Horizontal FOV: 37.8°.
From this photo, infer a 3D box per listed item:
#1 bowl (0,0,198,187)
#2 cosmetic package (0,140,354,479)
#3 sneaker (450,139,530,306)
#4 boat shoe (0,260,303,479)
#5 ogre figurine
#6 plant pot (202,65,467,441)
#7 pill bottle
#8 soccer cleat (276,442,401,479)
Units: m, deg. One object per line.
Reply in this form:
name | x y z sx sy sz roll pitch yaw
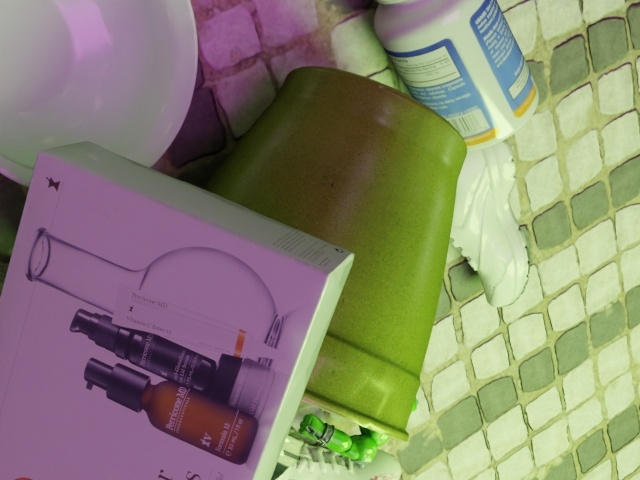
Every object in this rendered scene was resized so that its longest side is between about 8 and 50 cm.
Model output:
bowl | -0.278 -0.196 0.942 0.298 0.134 0.297 -10 104 -45
cosmetic package | -0.168 0.134 0.881 0.097 0.284 0.377 -33 144 -70
sneaker | 0.223 -0.028 1.366 0.129 0.111 0.297 -20 115 -5
boat shoe | -0.235 0.187 1.106 0.500 0.187 0.156 38 91 -33
ogre figurine | 0.070 0.241 1.363 0.118 0.097 0.197 51 45 -10
plant pot | 0.000 0.000 1.110 0.366 0.366 0.353 29 80 -35
pill bottle | 0.161 -0.258 1.192 0.152 0.152 0.272 -42 124 -10
soccer cleat | -0.025 0.340 1.341 0.331 0.116 0.143 -13 109 -28
